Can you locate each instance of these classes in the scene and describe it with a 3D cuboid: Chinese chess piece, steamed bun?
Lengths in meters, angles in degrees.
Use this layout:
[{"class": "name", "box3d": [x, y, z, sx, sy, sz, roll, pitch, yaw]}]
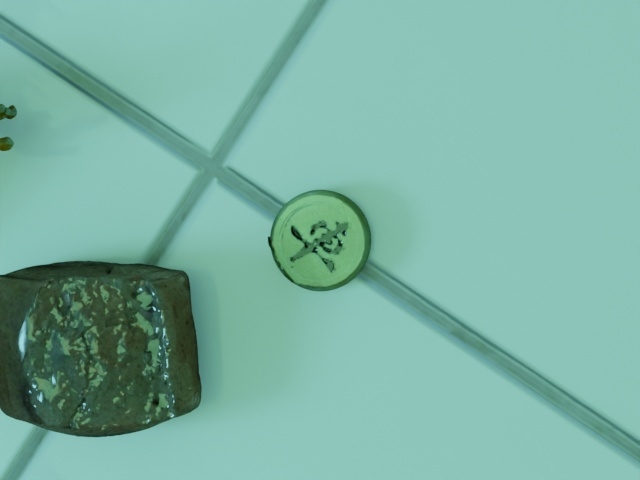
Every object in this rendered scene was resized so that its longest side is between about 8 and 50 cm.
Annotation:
[{"class": "Chinese chess piece", "box3d": [0.000, 0.000, 1.306, 0.084, 0.034, 0.084, 0, 90, 7]}, {"class": "steamed bun", "box3d": [-0.186, 0.088, 1.297, 0.175, 0.106, 0.145, -3, 90, 6]}]

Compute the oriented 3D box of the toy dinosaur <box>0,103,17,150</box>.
[{"class": "toy dinosaur", "box3d": [-0.335, -0.100, 1.298, 0.212, 0.142, 0.057, 4, 90, 10]}]
